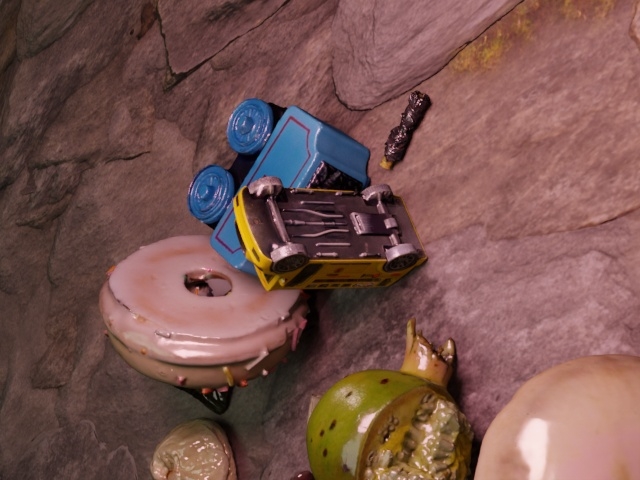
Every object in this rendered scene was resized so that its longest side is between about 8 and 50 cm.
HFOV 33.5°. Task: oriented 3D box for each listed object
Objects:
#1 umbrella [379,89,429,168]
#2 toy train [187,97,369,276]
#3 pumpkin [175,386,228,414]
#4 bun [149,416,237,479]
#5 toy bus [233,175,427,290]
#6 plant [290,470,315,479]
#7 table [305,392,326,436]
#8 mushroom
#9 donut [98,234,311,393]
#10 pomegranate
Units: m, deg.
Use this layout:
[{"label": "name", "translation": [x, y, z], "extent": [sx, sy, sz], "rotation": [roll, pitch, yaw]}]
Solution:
[{"label": "umbrella", "translation": [0.136, -0.180, 1.759], "extent": [0.037, 0.040, 0.144], "rotation": [45, 123, 32]}, {"label": "toy train", "translation": [-0.077, -0.084, 1.870], "extent": [0.265, 0.188, 0.300], "rotation": [38, 101, 42]}, {"label": "pumpkin", "translation": [-0.276, 0.233, 2.163], "extent": [0.248, 0.126, 0.131], "rotation": [57, 130, 35]}, {"label": "bun", "translation": [-0.259, 0.464, 2.120], "extent": [0.220, 0.134, 0.220], "rotation": [-6, 82, 51]}, {"label": "toy bus", "translation": [0.000, 0.000, 1.685], "extent": [0.152, 0.330, 0.144], "rotation": [-46, 54, 42]}, {"label": "plant", "translation": [-0.041, 0.509, 1.821], "extent": [0.178, 0.204, 0.234], "rotation": [-42, 63, 37]}, {"label": "table", "translation": [0.027, 0.311, 1.839], "extent": [0.083, 0.062, 0.079], "rotation": [12, 97, 50]}, {"label": "mushroom", "translation": [0.366, 0.312, 1.286], "extent": [0.325, 0.353, 0.353], "rotation": [-55, 46, 5]}, {"label": "donut", "translation": [-0.207, 0.131, 1.915], "extent": [0.382, 0.383, 0.142], "rotation": [41, 136, 44]}, {"label": "pomegranate", "translation": [0.117, 0.285, 1.606], "extent": [0.260, 0.260, 0.340], "rotation": [-7, 53, 50]}]
